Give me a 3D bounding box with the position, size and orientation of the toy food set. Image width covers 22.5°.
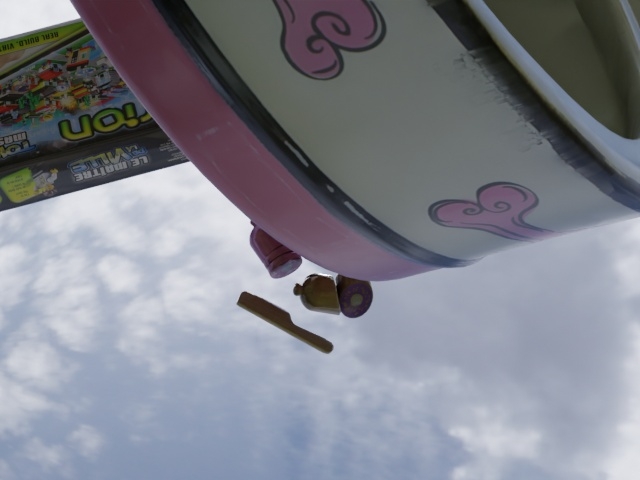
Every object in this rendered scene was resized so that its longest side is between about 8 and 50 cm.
[{"bbox_3d":[0.000,0.000,0.853,0.078,0.019,0.122,29,-135,-9],"label":"toy food set"}]

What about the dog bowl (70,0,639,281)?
[{"bbox_3d":[0.011,-0.160,0.761,0.150,0.408,0.408,-30,-84,23],"label":"dog bowl"}]

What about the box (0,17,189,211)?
[{"bbox_3d":[-0.129,-0.087,0.969,0.207,0.036,0.114,-16,-130,-5],"label":"box"}]
